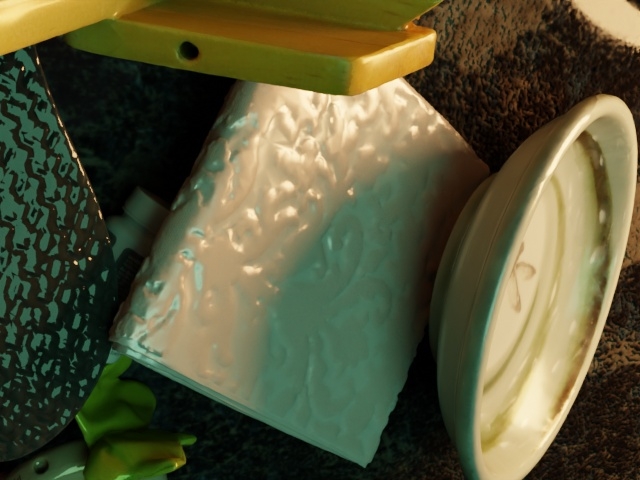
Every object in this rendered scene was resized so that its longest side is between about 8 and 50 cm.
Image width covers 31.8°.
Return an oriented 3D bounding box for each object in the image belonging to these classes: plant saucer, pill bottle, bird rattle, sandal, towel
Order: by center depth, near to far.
[{"bbox_3d":[-0.261,-0.054,0.845,0.167,0.107,0.446,-15,106,-24],"label":"sandal"},{"bbox_3d":[-0.166,0.028,0.943,0.078,0.078,0.137,34,92,-38],"label":"pill bottle"},{"bbox_3d":[-0.224,0.229,0.977,0.253,0.143,0.207,-34,142,-11],"label":"bird rattle"},{"bbox_3d":[0.000,0.000,0.987,0.317,0.053,0.332,36,73,-42],"label":"towel"},{"bbox_3d":[0.197,0.045,1.110,0.400,0.100,0.401,-38,137,-47],"label":"plant saucer"}]

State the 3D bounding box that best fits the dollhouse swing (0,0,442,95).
[{"bbox_3d":[-0.058,-0.251,0.665,0.315,0.305,0.347,11,117,7],"label":"dollhouse swing"}]
